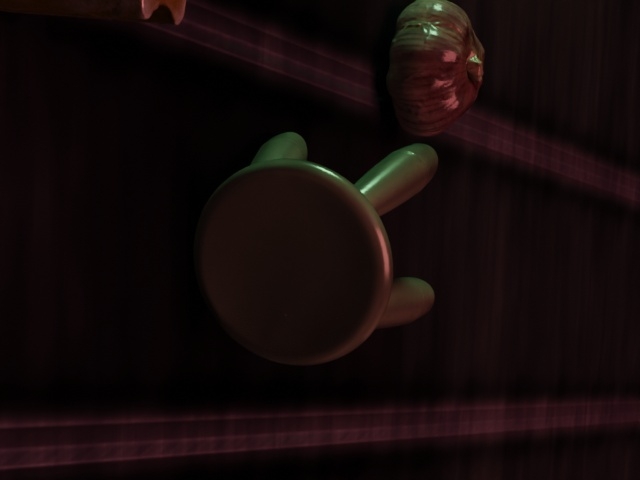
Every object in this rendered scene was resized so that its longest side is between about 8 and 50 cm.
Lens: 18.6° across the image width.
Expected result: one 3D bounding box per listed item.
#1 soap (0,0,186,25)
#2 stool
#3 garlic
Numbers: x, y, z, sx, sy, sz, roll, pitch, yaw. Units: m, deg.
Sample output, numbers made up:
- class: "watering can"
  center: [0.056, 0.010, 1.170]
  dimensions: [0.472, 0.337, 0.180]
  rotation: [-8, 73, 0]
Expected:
- class: "soap"
  center: [-0.197, -0.220, 1.284]
  dimensions: [0.073, 0.232, 0.140]
  rotation: [-10, 107, -66]
- class: "stool"
  center: [0.000, 0.000, 1.869]
  dimensions: [0.199, 0.195, 0.195]
  rotation: [-38, 131, -66]
- class: "garlic"
  center: [0.134, -0.200, 2.226]
  dimensions: [0.147, 0.102, 0.159]
  rotation: [27, 71, -64]
